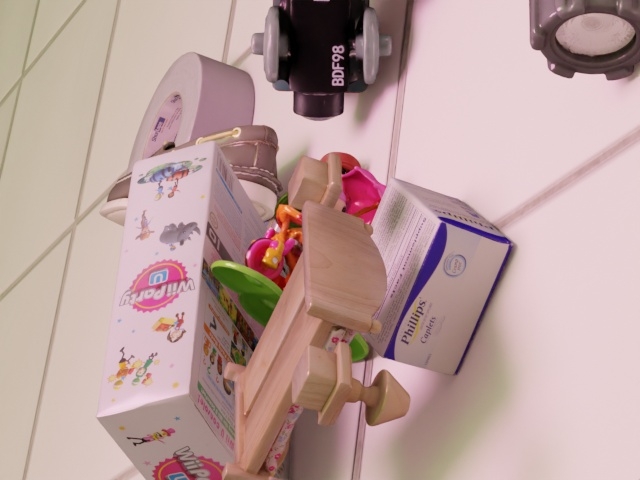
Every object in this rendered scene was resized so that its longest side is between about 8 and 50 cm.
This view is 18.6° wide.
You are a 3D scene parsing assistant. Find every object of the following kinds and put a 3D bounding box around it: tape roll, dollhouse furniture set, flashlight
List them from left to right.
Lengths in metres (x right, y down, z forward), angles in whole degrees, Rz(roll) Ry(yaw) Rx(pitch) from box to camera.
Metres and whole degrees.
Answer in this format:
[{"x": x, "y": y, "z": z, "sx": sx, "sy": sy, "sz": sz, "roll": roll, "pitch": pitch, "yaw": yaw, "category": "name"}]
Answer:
[{"x": -0.160, "y": -0.113, "z": 2.348, "sx": 0.219, "sy": 0.072, "sz": 0.219, "roll": -50, "pitch": 29, "yaw": 41, "category": "tape roll"}, {"x": 0.015, "y": 0.162, "z": 1.591, "sx": 0.355, "sy": 0.174, "sz": 0.303, "roll": -92, "pitch": 23, "yaw": -52, "category": "dollhouse furniture set"}, {"x": 0.217, "y": -0.273, "z": 1.549, "sx": 0.103, "sy": 0.103, "sz": 0.304, "roll": 133, "pitch": 147, "yaw": -51, "category": "flashlight"}]

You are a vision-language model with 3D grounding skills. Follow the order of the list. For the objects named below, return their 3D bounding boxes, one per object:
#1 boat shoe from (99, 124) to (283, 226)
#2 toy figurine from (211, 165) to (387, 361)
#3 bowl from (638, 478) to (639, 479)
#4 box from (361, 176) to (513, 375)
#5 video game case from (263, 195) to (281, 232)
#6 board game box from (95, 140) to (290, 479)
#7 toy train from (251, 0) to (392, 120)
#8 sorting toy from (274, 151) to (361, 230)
[{"x": -0.142, "y": -0.063, "z": 2.153, "sx": 0.305, "sy": 0.109, "sz": 0.091, "roll": -9, "pitch": 65, "yaw": 54, "category": "boat shoe"}, {"x": 0.000, "y": 0.000, "z": 1.786, "sx": 0.130, "sy": 0.173, "sz": 0.159, "roll": -2, "pitch": 57, "yaw": 54, "category": "toy figurine"}, {"x": 0.214, "y": 0.218, "z": 1.074, "sx": 0.289, "sy": 0.156, "sz": 0.289, "roll": -49, "pitch": 31, "yaw": 43, "category": "bowl"}, {"x": 0.086, "y": 0.029, "z": 1.646, "sx": 0.126, "sy": 0.072, "sz": 0.137, "roll": -68, "pitch": 21, "yaw": 11, "category": "box"}, {"x": -0.080, "y": 0.022, "z": 2.121, "sx": 0.157, "sy": 0.019, "sz": 0.143, "roll": -69, "pitch": 22, "yaw": 3, "category": "video game case"}, {"x": -0.106, "y": 0.095, "z": 1.831, "sx": 0.097, "sy": 0.224, "sz": 0.303, "roll": -14, "pitch": 45, "yaw": 17, "category": "board game box"}, {"x": 0.003, "y": -0.292, "z": 1.949, "sx": 0.190, "sy": 0.142, "sz": 0.334, "roll": -85, "pitch": -5, "yaw": -74, "category": "toy train"}, {"x": -0.001, "y": -0.050, "z": 1.936, "sx": 0.102, "sy": 0.061, "sz": 0.042, "roll": -39, "pitch": 30, "yaw": 13, "category": "sorting toy"}]
